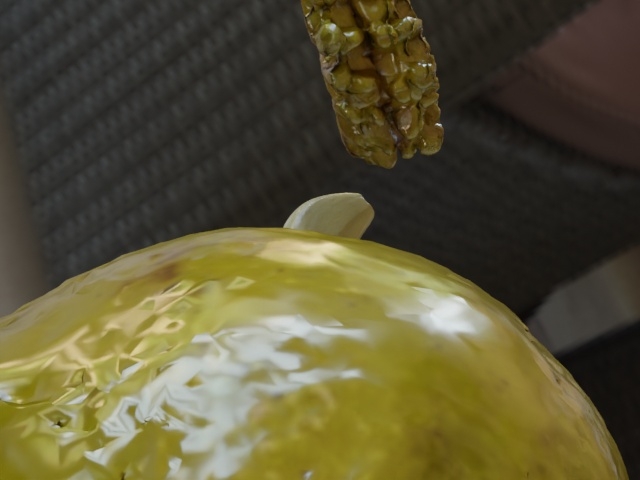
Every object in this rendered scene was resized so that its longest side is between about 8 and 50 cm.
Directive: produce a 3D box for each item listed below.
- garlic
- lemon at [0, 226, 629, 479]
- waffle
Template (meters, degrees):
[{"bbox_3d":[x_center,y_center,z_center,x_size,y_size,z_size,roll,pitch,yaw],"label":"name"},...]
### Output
[{"bbox_3d":[0.001,0.001,1.244,0.053,0.041,0.083,23,63,16],"label":"garlic"},{"bbox_3d":[-0.022,0.119,0.611,0.258,0.258,0.310,56,-7,-3],"label":"lemon"},{"bbox_3d":[0.025,-0.146,1.203,0.193,0.070,0.197,70,5,-50],"label":"waffle"}]
